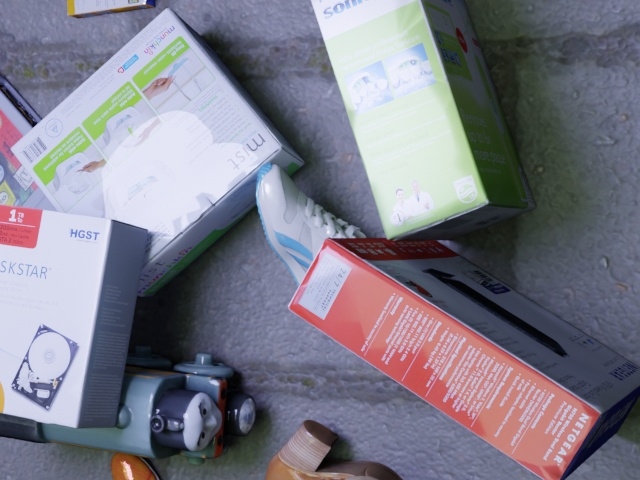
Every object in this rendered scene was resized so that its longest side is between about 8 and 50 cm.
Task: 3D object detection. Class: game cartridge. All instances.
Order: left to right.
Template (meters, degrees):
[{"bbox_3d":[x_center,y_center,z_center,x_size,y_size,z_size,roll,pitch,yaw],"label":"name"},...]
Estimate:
[{"bbox_3d":[-0.435,-0.084,1.675,0.294,0.060,0.196,46,110,16],"label":"game cartridge"}]

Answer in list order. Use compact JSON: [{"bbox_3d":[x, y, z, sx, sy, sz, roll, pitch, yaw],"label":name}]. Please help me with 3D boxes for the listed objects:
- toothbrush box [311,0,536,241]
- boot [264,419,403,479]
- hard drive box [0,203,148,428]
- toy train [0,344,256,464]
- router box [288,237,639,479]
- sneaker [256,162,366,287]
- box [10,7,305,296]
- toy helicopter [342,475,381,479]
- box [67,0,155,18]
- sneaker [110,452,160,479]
[{"bbox_3d":[0.115,-0.149,1.359,0.122,0.206,0.283,-22,81,22],"label":"toothbrush box"},{"bbox_3d":[0.018,0.325,1.479,0.197,0.073,0.152,37,111,18],"label":"boot"},{"bbox_3d":[-0.310,0.084,1.407,0.181,0.089,0.232,6,84,21],"label":"hard drive box"},{"bbox_3d":[-0.251,0.200,1.519,0.334,0.190,0.142,6,93,23],"label":"toy train"},{"bbox_3d":[0.166,0.106,1.268,0.301,0.335,0.082,32,102,18],"label":"router box"},{"bbox_3d":[0.000,0.000,1.441,0.092,0.087,0.228,-23,116,17],"label":"sneaker"},{"bbox_3d":[-0.195,-0.102,1.506,0.262,0.127,0.231,-41,78,6],"label":"box"},{"bbox_3d":[0.022,0.421,1.419,0.235,0.140,0.355,17,116,-4],"label":"toy helicopter"},{"bbox_3d":[-0.268,-0.339,1.619,0.136,0.028,0.081,-3,88,20],"label":"box"},{"bbox_3d":[-0.230,0.351,1.577,0.064,0.067,0.175,-23,79,23],"label":"sneaker"}]
